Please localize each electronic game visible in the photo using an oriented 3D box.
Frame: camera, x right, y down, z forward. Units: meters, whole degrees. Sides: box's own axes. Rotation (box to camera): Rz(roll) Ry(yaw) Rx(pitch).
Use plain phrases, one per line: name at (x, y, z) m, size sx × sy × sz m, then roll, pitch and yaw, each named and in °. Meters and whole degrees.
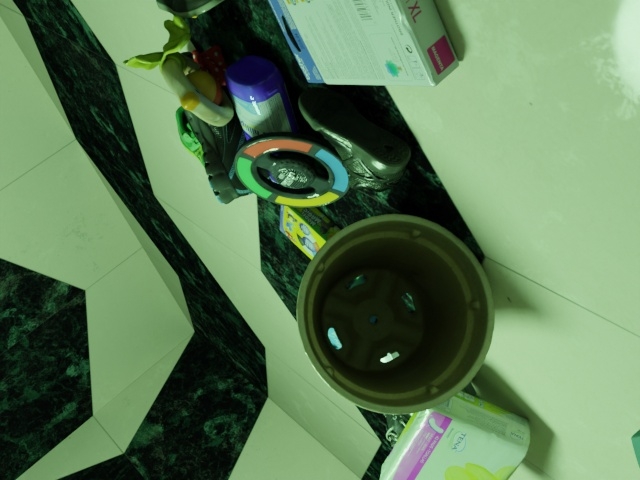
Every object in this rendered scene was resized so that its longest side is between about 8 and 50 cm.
electronic game at (-0.052, -0.131, 1.485) m, size 0.230 × 0.048 × 0.229 m, roll 7°, pitch 150°, yaw 4°

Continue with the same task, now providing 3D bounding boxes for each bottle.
bottle at (-0.098, -0.220, 1.511) m, size 0.118 × 0.092 × 0.282 m, roll 36°, pitch 156°, yaw 37°

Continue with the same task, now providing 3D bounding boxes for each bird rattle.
bird rattle at (-0.242, -0.295, 1.473) m, size 0.206 × 0.143 × 0.253 m, roll 61°, pitch -168°, yaw 24°

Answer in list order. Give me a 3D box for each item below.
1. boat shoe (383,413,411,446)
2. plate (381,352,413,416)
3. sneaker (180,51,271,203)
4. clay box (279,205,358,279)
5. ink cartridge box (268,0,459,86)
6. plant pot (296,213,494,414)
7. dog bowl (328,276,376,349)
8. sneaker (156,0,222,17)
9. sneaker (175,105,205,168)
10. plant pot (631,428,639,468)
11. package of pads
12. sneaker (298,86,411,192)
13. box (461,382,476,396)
boat shoe at (0.232, 0.506, 2.072) m, size 0.335 × 0.119 × 0.121 m, roll 44°, pitch 160°, yaw 16°
plate at (0.208, 0.339, 1.827) m, size 0.278 × 0.045 × 0.277 m, roll 60°, pitch 173°, yaw 3°
sneaker at (-0.214, -0.254, 1.681) m, size 0.125 × 0.140 × 0.340 m, roll 156°, pitch 94°, yaw -85°
clay box at (0.000, 0.000, 1.750) m, size 0.222 × 0.053 × 0.127 m, roll 43°, pitch 155°, yaw 20°
ink cartridge box at (0.043, -0.311, 1.093) m, size 0.311 × 0.065 × 0.185 m, roll 15°, pitch 141°, yaw 54°
plant pot at (0.118, 0.142, 1.437) m, size 0.334 × 0.334 × 0.305 m, roll 48°, pitch 172°, yaw 4°
dog bowl at (0.074, 0.195, 1.808) m, size 0.074 × 0.166 × 0.297 m, roll 33°, pitch 157°, yaw 10°
sneaker at (-0.260, -0.478, 1.409) m, size 0.222 × 0.083 × 0.118 m, roll 25°, pitch 145°, yaw 47°
sneaker at (-0.257, -0.231, 1.807) m, size 0.296 × 0.109 × 0.123 m, roll 33°, pitch 158°, yaw 39°
plant pot at (0.544, 0.328, 1.031) m, size 0.234 × 0.166 × 0.165 m, roll 54°, pitch 161°, yaw 8°
package of pads at (0.281, 0.455, 1.626) m, size 0.229 × 0.101 × 0.296 m, roll 23°, pitch 123°, yaw 1°
sneaker at (0.047, -0.161, 1.315) m, size 0.228 × 0.087 × 0.130 m, roll 38°, pitch 151°, yaw 17°
box at (0.243, 0.257, 1.668) m, size 0.186 × 0.038 × 0.145 m, roll 40°, pitch 169°, yaw 40°
